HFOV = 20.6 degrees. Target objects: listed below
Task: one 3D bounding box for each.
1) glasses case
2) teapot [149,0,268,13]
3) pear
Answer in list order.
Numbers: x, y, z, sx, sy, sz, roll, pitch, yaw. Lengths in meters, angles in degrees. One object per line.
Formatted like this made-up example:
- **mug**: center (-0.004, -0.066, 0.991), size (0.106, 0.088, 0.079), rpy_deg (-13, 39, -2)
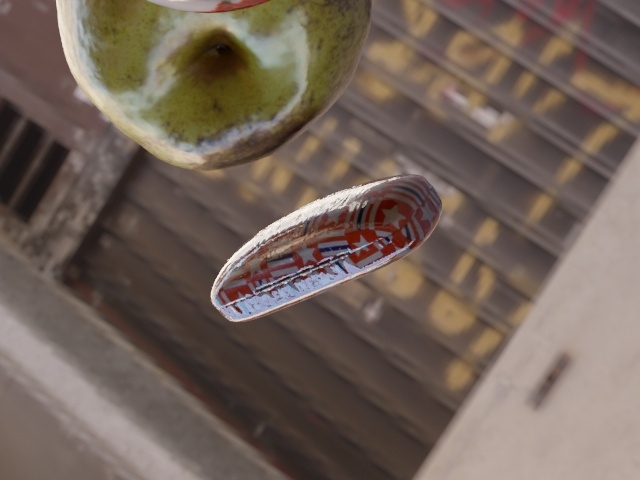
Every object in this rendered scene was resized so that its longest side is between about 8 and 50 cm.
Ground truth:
- **glasses case**: center (0.000, 0.000, 1.198), size (0.049, 0.194, 0.073), rpy_deg (52, -137, -16)
- **teapot**: center (-0.039, -0.178, 0.814), size (0.226, 0.145, 0.092), rpy_deg (-10, -143, -15)
- **pear**: center (-0.066, -0.149, 1.092), size (0.197, 0.197, 0.197), rpy_deg (32, -171, -5)
